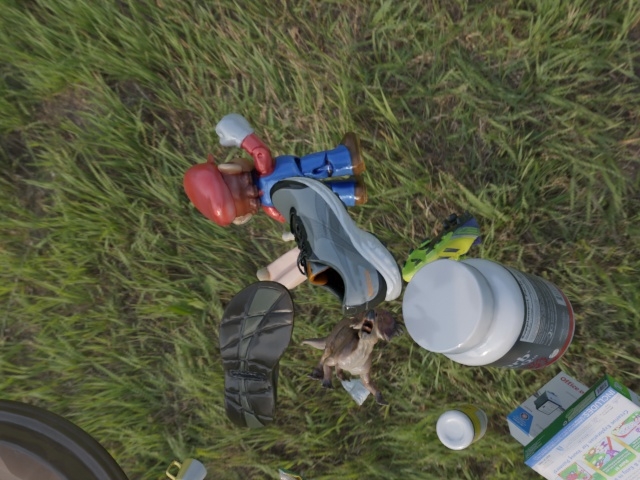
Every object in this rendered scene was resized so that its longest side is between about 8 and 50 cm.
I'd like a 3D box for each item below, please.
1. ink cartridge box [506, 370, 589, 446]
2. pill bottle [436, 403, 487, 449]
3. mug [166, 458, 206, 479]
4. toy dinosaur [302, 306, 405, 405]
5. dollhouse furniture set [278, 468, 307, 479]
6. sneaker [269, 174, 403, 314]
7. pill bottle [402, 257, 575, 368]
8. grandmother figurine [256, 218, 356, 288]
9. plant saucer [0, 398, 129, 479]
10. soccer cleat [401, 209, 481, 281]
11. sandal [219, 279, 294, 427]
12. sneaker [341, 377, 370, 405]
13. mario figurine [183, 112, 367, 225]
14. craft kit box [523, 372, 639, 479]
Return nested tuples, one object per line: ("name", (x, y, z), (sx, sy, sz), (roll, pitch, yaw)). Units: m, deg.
("ink cartridge box", (0.560, 0.420, 1.374), (0.191, 0.140, 0.082), (-34, 123, -15))
("pill bottle", (0.398, 0.509, 1.617), (0.103, 0.184, 0.103), (-4, 82, 31))
("mug", (-0.313, 0.551, 1.356), (0.078, 0.064, 0.062), (-1, 116, 21))
("toy dinosaur", (0.069, 0.200, 1.179), (0.127, 0.296, 0.200), (15, 88, -22))
("dollhouse furniture set", (0.004, 0.255, 0.460), (0.076, 0.059, 0.151), (14, 100, 45))
("sneaker", (0.000, 0.000, 0.859), (0.108, 0.100, 0.271), (-28, 54, -24))
("pill bottle", (0.340, 0.149, 1.177), (0.210, 0.363, 0.210), (-15, 69, 43))
("grandmother figurine", (-0.020, 0.044, 1.703), (0.208, 0.104, 0.342), (37, 123, -23))
("plant saucer", (-0.274, 0.266, 0.458), (0.278, 0.041, 0.277), (0, 88, 2))
("soccer cleat", (0.307, 0.033, 1.427), (0.093, 0.289, 0.121), (-12, 110, 51))
("sandal", (-0.078, 0.141, 0.737), (0.090, 0.060, 0.219), (6, 117, 4))
("sneaker", (0.101, 0.397, 1.573), (0.061, 0.152, 0.053), (-39, 99, -10))
("mario figurine", (-0.084, -0.124, 1.049), (0.321, 0.170, 0.198), (-6, 90, -1))
("craft kit box", (0.585, 0.424, 1.162), (0.247, 0.061, 0.250), (37, 115, 3))
